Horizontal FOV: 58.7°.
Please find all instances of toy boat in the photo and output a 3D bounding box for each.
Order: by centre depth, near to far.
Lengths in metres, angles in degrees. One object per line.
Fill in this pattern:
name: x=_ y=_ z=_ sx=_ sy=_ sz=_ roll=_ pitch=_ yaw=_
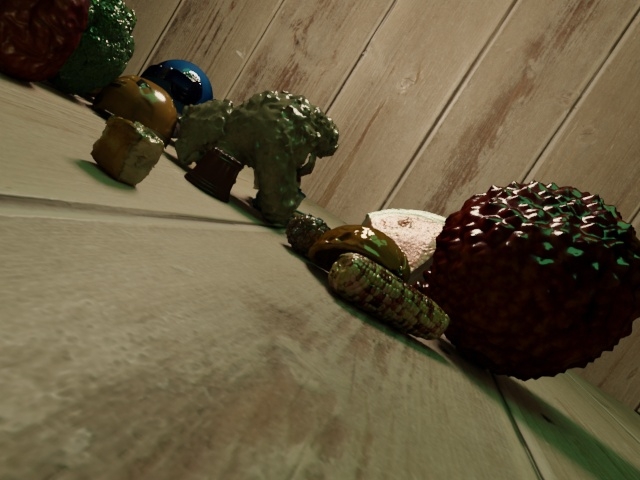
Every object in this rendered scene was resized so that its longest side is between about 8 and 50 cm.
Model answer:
toy boat: x=-0.073 y=-0.088 z=1.476 sx=0.215 sy=0.102 sz=0.088 roll=29 pitch=9 yaw=-38

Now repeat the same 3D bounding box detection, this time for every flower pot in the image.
flower pot: x=-0.222 y=-0.147 z=1.221 sx=0.111 sy=0.089 sz=0.111 roll=33 pitch=6 yaw=-4

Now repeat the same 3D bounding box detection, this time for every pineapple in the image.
pineapple: x=0.000 y=-0.001 z=1.211 sx=0.103 sy=0.083 sz=0.221 roll=18 pitch=-2 yaw=29

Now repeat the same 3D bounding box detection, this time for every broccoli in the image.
broccoli: x=-0.558 y=-0.469 z=1.294 sx=0.270 sy=0.270 sz=0.270 roll=43 pitch=4 yaw=-7

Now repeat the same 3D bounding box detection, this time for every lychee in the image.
lychee: x=0.410 y=0.083 z=1.195 sx=0.499 sy=0.425 sz=0.424 roll=-11 pitch=-11 yaw=19

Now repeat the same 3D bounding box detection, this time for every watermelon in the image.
watermelon: x=0.243 y=0.018 z=1.593 sx=0.283 sy=0.250 sz=0.292 roll=27 pitch=3 yaw=-1

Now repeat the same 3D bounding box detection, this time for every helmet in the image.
helmet: x=-0.441 y=-0.330 z=1.397 sx=0.224 sy=0.130 sz=0.198 roll=36 pitch=4 yaw=38

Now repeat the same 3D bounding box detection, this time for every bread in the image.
bread: x=-0.275 y=-0.129 z=0.822 sx=0.070 sy=0.083 sz=0.076 roll=38 pitch=7 yaw=17

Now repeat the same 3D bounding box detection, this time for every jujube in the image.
jujube: x=-0.557 y=-0.428 z=1.069 sx=0.213 sy=0.232 sz=0.213 roll=35 pitch=6 yaw=-4

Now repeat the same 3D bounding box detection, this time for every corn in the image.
corn: x=0.128 y=0.107 z=1.008 sx=0.253 sy=0.086 sz=0.086 roll=33 pitch=5 yaw=-19

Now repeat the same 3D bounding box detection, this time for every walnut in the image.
walnut: x=0.079 y=0.018 z=1.089 sx=0.211 sy=0.087 sz=0.167 roll=9 pitch=-23 yaw=35

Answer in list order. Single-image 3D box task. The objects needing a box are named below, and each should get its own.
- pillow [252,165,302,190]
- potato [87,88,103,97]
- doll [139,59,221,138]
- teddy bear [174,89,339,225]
pillow: x=-0.116 y=-0.164 z=1.538 sx=0.181 sy=0.134 sz=0.078 roll=114 pitch=-40 yaw=-78
potato: x=-0.621 y=-0.445 z=1.497 sx=0.251 sy=0.113 sz=0.149 roll=47 pitch=5 yaw=33
doll: x=-0.393 y=-0.387 z=1.673 sx=0.310 sy=0.240 sz=0.284 roll=32 pitch=-18 yaw=-10
teddy bear: x=-0.174 y=-0.242 z=1.386 sx=0.367 sy=0.357 sz=0.224 roll=13 pitch=-37 yaw=21
